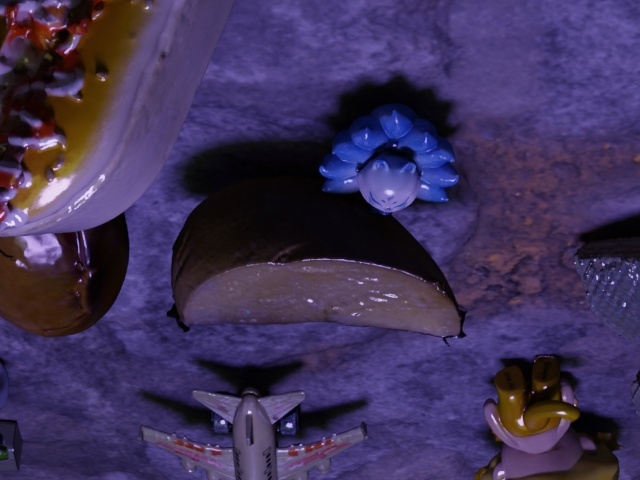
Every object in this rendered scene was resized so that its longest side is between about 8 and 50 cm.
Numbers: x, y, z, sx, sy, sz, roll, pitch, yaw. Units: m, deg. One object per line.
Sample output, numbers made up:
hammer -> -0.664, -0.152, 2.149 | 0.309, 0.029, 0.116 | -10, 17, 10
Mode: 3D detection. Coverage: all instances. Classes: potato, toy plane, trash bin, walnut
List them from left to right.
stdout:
trash bin -> -0.364, 0.216, 1.990 | 0.092, 0.043, 0.061 | 1, 148, -1
walnut -> -0.223, 0.003, 1.549 | 0.137, 0.137, 0.245 | 4, 156, 0
toy plane -> -0.065, 0.213, 1.903 | 0.229, 0.092, 0.244 | 0, 149, 2
potato -> 0.000, 0.000, 1.520 | 0.243, 0.138, 0.098 | 3, 137, 1

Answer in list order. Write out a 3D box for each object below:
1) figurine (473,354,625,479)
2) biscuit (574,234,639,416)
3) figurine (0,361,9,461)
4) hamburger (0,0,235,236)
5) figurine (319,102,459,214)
figurine -> 0.223, 0.214, 1.859 | 0.156, 0.131, 0.246 | -17, 134, 5
biscuit -> 0.313, 0.103, 1.598 | 0.147, 0.046, 0.250 | -1, 123, 47
figurine -> -0.369, 0.166, 1.833 | 0.126, 0.147, 0.192 | -22, 155, 13
hamburger -> -0.174, -0.143, 1.177 | 0.227, 0.295, 0.151 | 25, -173, 41
figurine -> 0.055, -0.065, 1.457 | 0.114, 0.079, 0.114 | 9, 150, 5
